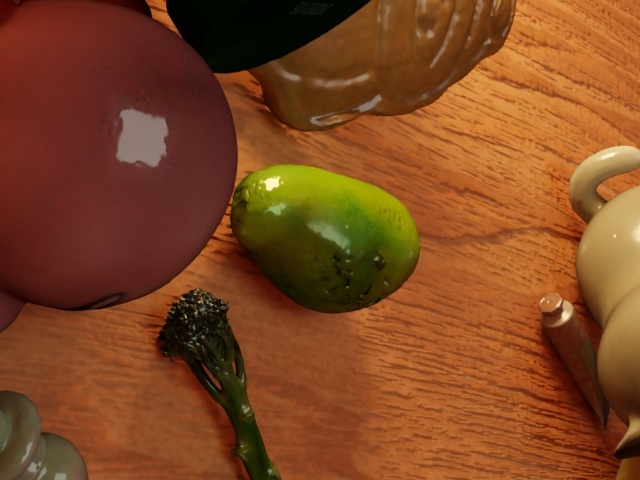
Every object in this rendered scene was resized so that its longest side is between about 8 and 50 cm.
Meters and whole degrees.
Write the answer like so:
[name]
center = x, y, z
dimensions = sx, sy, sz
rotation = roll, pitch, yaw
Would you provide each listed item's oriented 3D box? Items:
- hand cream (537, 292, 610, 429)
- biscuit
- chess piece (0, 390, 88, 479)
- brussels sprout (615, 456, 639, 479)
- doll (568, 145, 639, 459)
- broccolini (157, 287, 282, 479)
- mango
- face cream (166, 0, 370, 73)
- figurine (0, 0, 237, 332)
[hand cream]
center = 0.320, 0.145, 1.651
dimensions = 0.209, 0.043, 0.067
rotation = 55, 38, -35
[biscuit]
center = 0.059, -0.268, 1.291
dimensions = 0.351, 0.057, 0.312
rotation = -12, 110, -36
[chess piece]
center = -0.229, 0.128, 0.889
dimensions = 0.271, 0.139, 0.139
rotation = 54, 42, -44
[brussels sprout]
center = 0.477, 0.353, 1.638
dimensions = 0.294, 0.227, 0.259
rotation = 46, 49, -14
[doll]
center = 0.421, 0.079, 1.612
dimensions = 0.226, 0.215, 0.370
rotation = 20, 38, -24
[broccolini]
center = -0.079, 0.145, 1.129
dimensions = 0.058, 0.067, 0.216
rotation = -38, 119, -47
[mango]
center = 0.000, 0.000, 1.216
dimensions = 0.233, 0.111, 0.125
rotation = 12, 67, -49
[face cream]
center = -0.092, -0.330, 1.025
dimensions = 0.357, 0.219, 0.312
rotation = 57, -7, 9
[figurine]
center = -0.170, -0.076, 0.930
dimensions = 0.270, 0.211, 0.261
rotation = -12, 91, -54
